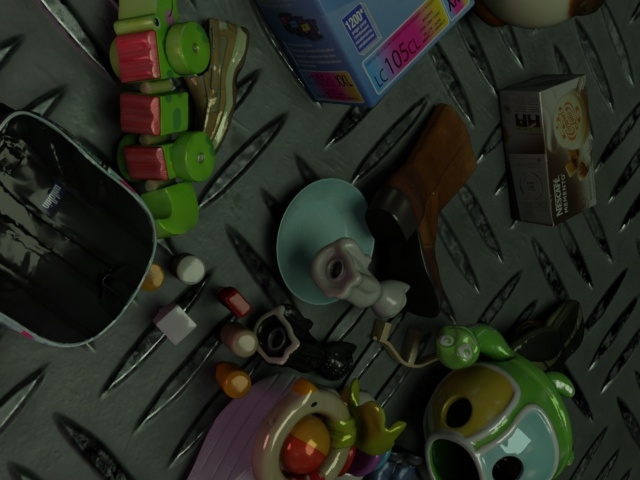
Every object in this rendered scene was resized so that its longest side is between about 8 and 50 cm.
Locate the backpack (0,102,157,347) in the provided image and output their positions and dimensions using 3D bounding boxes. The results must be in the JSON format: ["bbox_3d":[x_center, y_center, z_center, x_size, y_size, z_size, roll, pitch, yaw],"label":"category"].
[{"bbox_3d":[-0.326,-0.006,1.116,0.253,0.191,0.225,38,75,-30],"label":"backpack"}]

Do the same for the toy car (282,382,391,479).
[{"bbox_3d":[0.034,0.313,1.508,0.182,0.136,0.159,13,89,-40],"label":"toy car"}]

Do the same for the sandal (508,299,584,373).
[{"bbox_3d":[0.414,0.199,1.848,0.302,0.086,0.120,-24,113,-51],"label":"sandal"}]

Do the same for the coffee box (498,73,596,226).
[{"bbox_3d":[0.414,-0.166,1.764,0.141,0.098,0.247,-22,111,-35],"label":"coffee box"}]

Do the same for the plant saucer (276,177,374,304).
[{"bbox_3d":[0.000,0.000,1.490,0.195,0.037,0.195,-8,103,-39],"label":"plant saucer"}]

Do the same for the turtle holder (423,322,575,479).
[{"bbox_3d":[0.291,0.304,1.632,0.227,0.243,0.320,-28,137,-41],"label":"turtle holder"}]

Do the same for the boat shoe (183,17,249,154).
[{"bbox_3d":[-0.154,-0.208,1.316,0.072,0.068,0.190,16,77,-28],"label":"boat shoe"}]

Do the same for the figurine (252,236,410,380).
[{"bbox_3d":[0.031,0.117,1.468,0.215,0.092,0.209,-49,144,7],"label":"figurine"}]

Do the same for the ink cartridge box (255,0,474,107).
[{"bbox_3d":[0.022,-0.424,1.364,0.270,0.151,0.395,-48,122,-23],"label":"ink cartridge box"}]

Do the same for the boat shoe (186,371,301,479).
[{"bbox_3d":[-0.117,0.348,1.420,0.335,0.121,0.119,-54,141,-12],"label":"boat shoe"}]

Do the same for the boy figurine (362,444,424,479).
[{"bbox_3d":[0.092,0.482,1.618,0.177,0.092,0.285,18,87,-41],"label":"boy figurine"}]

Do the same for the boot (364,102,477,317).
[{"bbox_3d":[0.186,-0.046,1.620,0.280,0.096,0.264,-54,127,-38],"label":"boot"}]

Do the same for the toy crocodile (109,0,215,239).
[{"bbox_3d":[-0.208,-0.171,1.217,0.105,0.115,0.341,-23,113,-61],"label":"toy crocodile"}]

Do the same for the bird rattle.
[{"bbox_3d":[-0.019,0.296,1.346,0.253,0.143,0.207,-50,129,-6],"label":"bird rattle"}]

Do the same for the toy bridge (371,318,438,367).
[{"bbox_3d":[0.154,0.182,1.657,0.188,0.026,0.063,18,87,-40],"label":"toy bridge"}]

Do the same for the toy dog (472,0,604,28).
[{"bbox_3d":[0.314,-0.516,1.479,0.408,0.284,0.395,58,33,-41],"label":"toy dog"}]

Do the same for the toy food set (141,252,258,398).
[{"bbox_3d":[-0.166,0.102,1.354,0.111,0.104,0.232,-44,105,-10],"label":"toy food set"}]
